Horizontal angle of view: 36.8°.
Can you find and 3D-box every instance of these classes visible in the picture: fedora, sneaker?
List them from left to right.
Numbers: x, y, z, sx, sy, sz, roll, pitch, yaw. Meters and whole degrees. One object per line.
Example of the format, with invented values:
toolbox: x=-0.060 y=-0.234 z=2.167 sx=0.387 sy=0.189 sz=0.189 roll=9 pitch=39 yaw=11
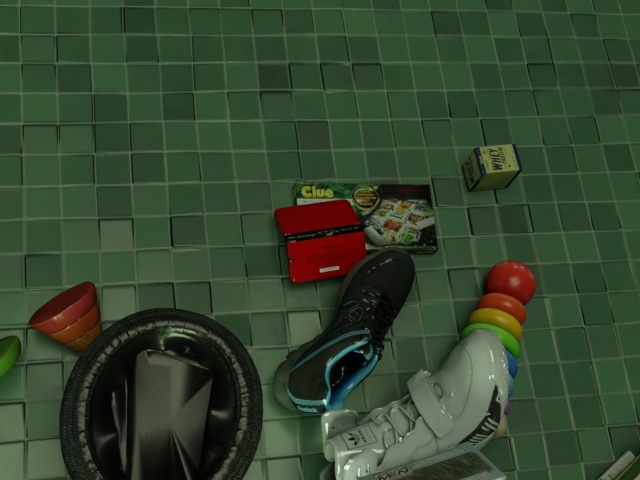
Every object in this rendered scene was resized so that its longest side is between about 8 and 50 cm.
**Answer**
fedora: x=-0.247 y=0.280 z=1.499 sx=0.334 sy=0.152 sz=0.334 roll=5 pitch=66 yaw=-11
sneaker: x=0.072 y=0.157 z=1.611 sx=0.125 sy=0.139 sz=0.341 roll=47 pitch=68 yaw=-27
sneaker: x=0.132 y=0.282 z=1.470 sx=0.210 sy=0.366 sz=0.137 roll=11 pitch=28 yaw=-27

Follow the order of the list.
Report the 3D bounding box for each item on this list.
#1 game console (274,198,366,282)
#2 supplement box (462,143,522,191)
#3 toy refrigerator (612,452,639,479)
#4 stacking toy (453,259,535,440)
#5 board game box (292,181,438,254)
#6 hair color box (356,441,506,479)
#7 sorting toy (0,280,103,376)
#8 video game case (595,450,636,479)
game console: x=0.000 y=0.000 z=1.712 sx=0.144 sy=0.085 sz=0.124 roll=-9 pitch=102 yaw=-15
supplement box: x=0.325 y=-0.138 z=1.829 sx=0.083 sy=0.083 sz=0.056 roll=-7 pitch=69 yaw=-14
toy refrigerator: x=0.599 y=0.383 z=1.648 sx=0.269 sy=0.102 sz=0.094 roll=-31 pitch=77 yaw=-31
stacking toy: x=0.299 y=0.174 z=1.678 sx=0.141 sy=0.141 sz=0.330 roll=26 pitch=62 yaw=-1
board game box: x=0.082 y=-0.040 z=1.768 sx=0.259 sy=0.030 sz=0.136 roll=1 pitch=71 yaw=-12
hair color box: x=0.178 y=0.505 z=1.414 sx=0.185 sy=0.113 sz=0.374 roll=-14 pitch=110 yaw=-17
sorting toy: x=-0.479 y=0.219 z=1.521 sx=0.365 sy=0.127 sz=0.126 roll=-38 pitch=110 yaw=-20
video game case: x=0.536 y=0.497 z=1.655 sx=0.183 sy=0.023 sz=0.201 roll=-35 pitch=80 yaw=-22
